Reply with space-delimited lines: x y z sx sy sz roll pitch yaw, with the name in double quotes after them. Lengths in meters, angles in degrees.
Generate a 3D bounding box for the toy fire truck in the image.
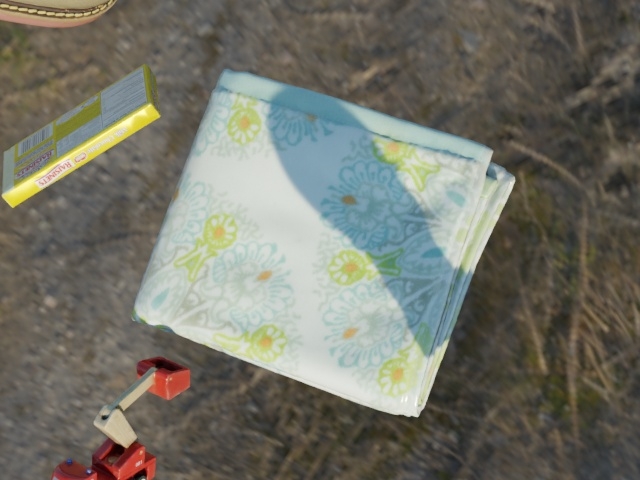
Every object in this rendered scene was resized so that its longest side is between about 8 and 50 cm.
-0.224 0.221 1.844 0.047 0.192 0.135 21 119 29 "toy fire truck"

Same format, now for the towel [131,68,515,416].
0.000 0.000 1.902 0.374 0.090 0.320 19 82 16 "towel"

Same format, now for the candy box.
-0.277 -0.122 1.915 0.206 0.027 0.105 -30 34 10 "candy box"

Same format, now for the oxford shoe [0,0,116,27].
-0.198 -0.215 0.812 0.130 0.348 0.123 -10 61 37 "oxford shoe"
